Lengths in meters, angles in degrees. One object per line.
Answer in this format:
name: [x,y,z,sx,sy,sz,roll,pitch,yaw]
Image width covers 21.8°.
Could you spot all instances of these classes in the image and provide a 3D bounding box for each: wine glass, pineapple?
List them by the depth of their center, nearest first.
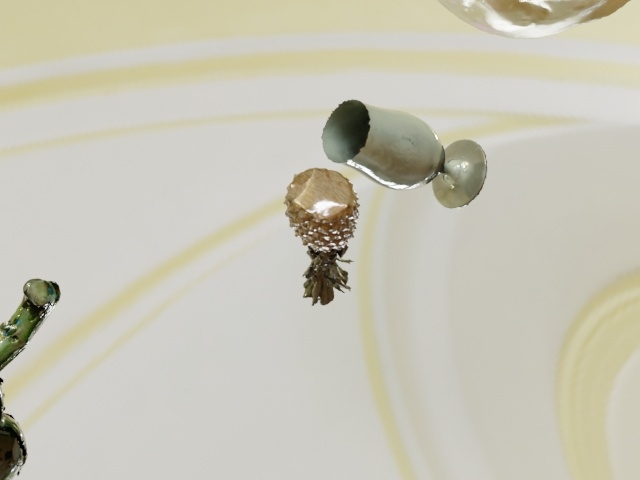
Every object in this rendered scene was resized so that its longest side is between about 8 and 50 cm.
pineapple: [0.000,0.000,1.217,0.058,0.058,0.124,-35,-26,-23]
wine glass: [0.098,-0.102,1.937,0.202,0.093,0.093,15,-72,-41]

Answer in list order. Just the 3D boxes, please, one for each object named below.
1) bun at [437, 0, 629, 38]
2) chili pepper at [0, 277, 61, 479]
bun: [0.216,-0.326,1.330,0.361,0.213,0.361,-51,-14,-17]
chili pepper: [-0.297,0.131,1.256,0.261,0.165,0.174,-28,3,-30]
